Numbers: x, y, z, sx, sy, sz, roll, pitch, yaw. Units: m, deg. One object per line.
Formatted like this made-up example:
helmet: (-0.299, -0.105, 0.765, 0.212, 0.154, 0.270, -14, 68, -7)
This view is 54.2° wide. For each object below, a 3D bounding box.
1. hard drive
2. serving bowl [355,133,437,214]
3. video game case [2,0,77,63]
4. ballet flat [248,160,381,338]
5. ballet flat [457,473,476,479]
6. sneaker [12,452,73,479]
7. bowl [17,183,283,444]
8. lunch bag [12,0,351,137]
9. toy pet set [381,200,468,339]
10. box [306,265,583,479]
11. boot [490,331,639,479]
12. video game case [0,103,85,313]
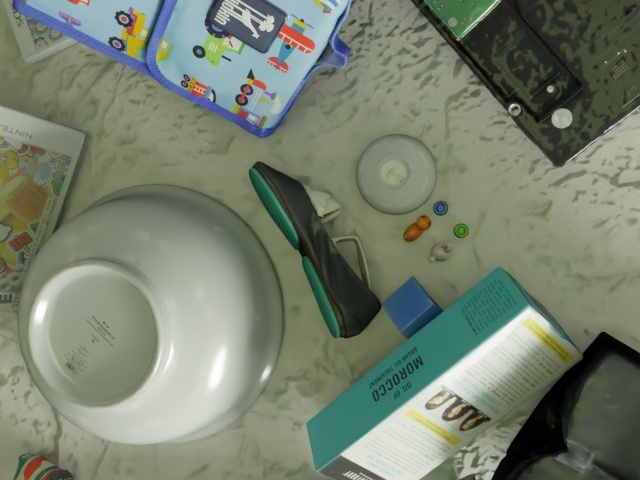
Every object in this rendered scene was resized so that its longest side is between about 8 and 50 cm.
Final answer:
hard drive: (0.196, -0.267, 0.550, 0.237, 0.064, 0.339, -43, 83, 28)
serving bowl: (0.075, -0.067, 0.631, 0.083, 0.027, 0.083, 1, 93, 12)
video game case: (-0.291, -0.297, 0.708, 0.157, 0.019, 0.143, -21, 88, 12)
ballet flat: (0.000, 0.000, 0.635, 0.074, 0.074, 0.203, -31, 79, 12)
ballet flat: (0.105, 0.303, 0.625, 0.052, 0.057, 0.168, 22, 96, 21)
sneaker: (-0.345, 0.325, 0.731, 0.075, 0.057, 0.161, 22, 98, 28)
bowl: (-0.198, 0.085, 0.644, 0.298, 0.134, 0.297, 0, 91, 12)
lunch bag: (-0.099, -0.246, 0.584, 0.293, 0.138, 0.221, 32, 127, -6)
toy pet set: (0.115, 0.040, 0.605, 0.114, 0.065, 0.122, -43, 83, 9)
box: (0.109, 0.141, 0.582, 0.244, 0.060, 0.100, -42, 122, 15)
boot: (0.333, 0.344, 0.524, 0.445, 0.146, 0.367, 32, 88, 6)
video game case: (-0.385, -0.041, 0.661, 0.026, 0.206, 0.226, 30, 101, 51)
